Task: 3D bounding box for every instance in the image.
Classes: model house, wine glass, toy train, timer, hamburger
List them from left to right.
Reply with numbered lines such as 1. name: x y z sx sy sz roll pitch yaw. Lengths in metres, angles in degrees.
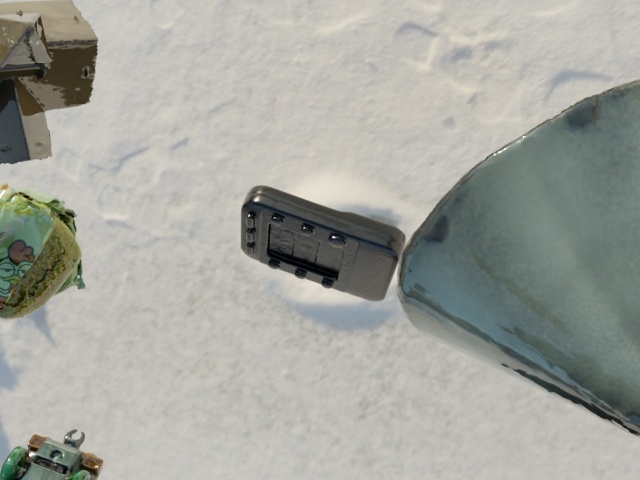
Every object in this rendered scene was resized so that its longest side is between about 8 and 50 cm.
1. model house: -0.309 -0.167 0.830 0.248 0.180 0.176 1 102 62
2. hamburger: -0.460 0.031 1.294 0.214 0.125 0.235 -37 125 -1
3. toy train: -0.313 0.310 0.898 0.091 0.228 0.136 18 138 3
4. timer: 0.000 0.000 0.964 0.187 0.055 0.144 19 153 4
5. wine glass: 0.241 0.135 0.466 0.267 0.267 0.406 -52 47 34
